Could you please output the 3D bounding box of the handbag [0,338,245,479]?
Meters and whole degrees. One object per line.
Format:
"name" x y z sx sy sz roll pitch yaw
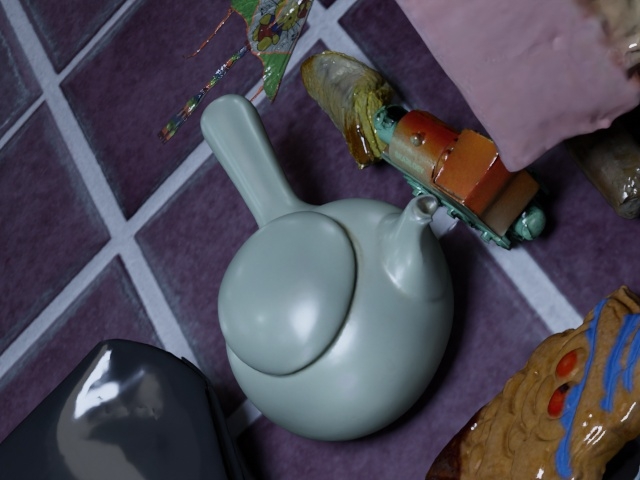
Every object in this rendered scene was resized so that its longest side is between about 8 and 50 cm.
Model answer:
"handbag" -0.177 0.282 1.180 0.342 0.152 0.288 -46 55 16

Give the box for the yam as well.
"yam" 0.210 -0.108 1.125 0.057 0.057 0.241 -39 43 18

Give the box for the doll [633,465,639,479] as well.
"doll" 0.224 0.206 0.883 0.316 0.103 0.145 -38 25 31

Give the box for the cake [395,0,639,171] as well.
"cake" 0.178 -0.262 1.002 0.306 0.293 0.314 -30 34 9

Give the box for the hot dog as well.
"hot dog" 0.037 -0.127 1.280 0.061 0.078 0.169 -15 44 -15

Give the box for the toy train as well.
"toy train" 0.109 -0.061 1.137 0.074 0.118 0.176 -51 45 1

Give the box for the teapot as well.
"teapot" -0.025 0.029 1.181 0.318 0.149 0.220 31 87 46

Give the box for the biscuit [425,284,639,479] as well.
"biscuit" 0.172 0.116 0.992 0.280 0.043 0.183 -33 20 37

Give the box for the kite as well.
"kite" -0.091 -0.195 1.481 0.244 0.006 0.198 -42 45 16
